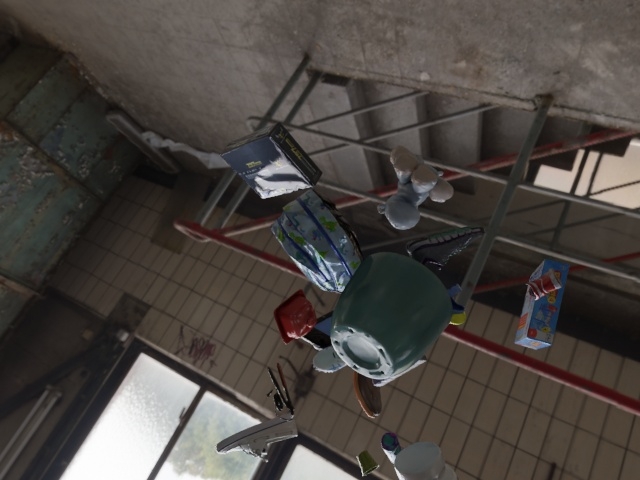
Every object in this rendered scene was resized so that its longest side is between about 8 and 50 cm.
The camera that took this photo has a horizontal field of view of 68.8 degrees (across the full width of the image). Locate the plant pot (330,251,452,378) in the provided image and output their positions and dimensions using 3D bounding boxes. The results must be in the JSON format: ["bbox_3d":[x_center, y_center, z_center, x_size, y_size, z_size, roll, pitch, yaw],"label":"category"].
[{"bbox_3d":[0.163,0.214,1.229,0.293,0.235,0.293,23,135,25],"label":"plant pot"}]

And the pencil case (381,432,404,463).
[{"bbox_3d":[0.266,0.754,1.696,0.064,0.070,0.151,24,151,38],"label":"pencil case"}]

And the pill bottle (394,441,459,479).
[{"bbox_3d":[0.307,0.699,1.247,0.162,0.162,0.278,-13,100,63],"label":"pill bottle"}]

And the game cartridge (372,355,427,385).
[{"bbox_3d":[0.226,0.305,1.653,0.068,0.355,0.230,22,131,-38],"label":"game cartridge"}]

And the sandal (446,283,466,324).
[{"bbox_3d":[0.406,0.196,1.766,0.317,0.138,0.126,17,-162,23],"label":"sandal"}]

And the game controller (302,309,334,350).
[{"bbox_3d":[0.062,0.356,1.944,0.166,0.319,0.067,31,123,34],"label":"game controller"}]

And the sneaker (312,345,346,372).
[{"bbox_3d":[0.088,0.344,1.448,0.086,0.237,0.085,102,152,-47],"label":"sneaker"}]

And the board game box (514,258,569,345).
[{"bbox_3d":[0.850,0.256,1.808,0.086,0.302,0.308,14,169,18],"label":"board game box"}]

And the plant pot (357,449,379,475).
[{"bbox_3d":[0.198,0.955,2.016,0.079,0.083,0.083,57,178,34],"label":"plant pot"}]

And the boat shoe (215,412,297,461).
[{"bbox_3d":[-0.272,0.907,2.078,0.136,0.367,0.156,113,139,-58],"label":"boat shoe"}]

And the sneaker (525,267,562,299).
[{"bbox_3d":[0.488,0.095,1.025,0.042,0.067,0.118,62,-157,10],"label":"sneaker"}]

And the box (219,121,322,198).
[{"bbox_3d":[-0.135,-0.205,1.249,0.233,0.059,0.183,-6,136,45],"label":"box"}]

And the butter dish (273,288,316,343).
[{"bbox_3d":[-0.069,0.284,1.691,0.118,0.160,0.160,8,124,44],"label":"butter dish"}]

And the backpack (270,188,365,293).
[{"bbox_3d":[0.000,0.000,1.474,0.290,0.273,0.355,60,167,28],"label":"backpack"}]

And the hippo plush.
[{"bbox_3d":[0.288,-0.172,1.618,0.234,0.236,0.294,34,-160,-11],"label":"hippo plush"}]

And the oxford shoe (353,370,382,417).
[{"bbox_3d":[0.206,0.515,1.835,0.133,0.363,0.130,-11,180,25],"label":"oxford shoe"}]

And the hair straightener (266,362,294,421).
[{"bbox_3d":[-0.169,0.614,1.869,0.047,0.089,0.230,89,161,-82],"label":"hair straightener"}]

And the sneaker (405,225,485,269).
[{"bbox_3d":[0.354,0.025,1.306,0.224,0.098,0.083,-14,-177,2],"label":"sneaker"}]
